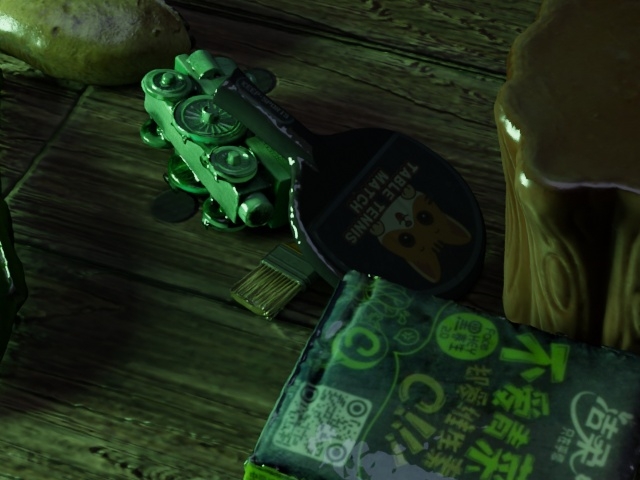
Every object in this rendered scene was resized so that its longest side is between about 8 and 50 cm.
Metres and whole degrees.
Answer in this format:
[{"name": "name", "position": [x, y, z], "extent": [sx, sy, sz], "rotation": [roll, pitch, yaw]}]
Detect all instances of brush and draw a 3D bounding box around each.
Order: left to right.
[{"name": "brush", "position": [0.000, 0.000, 1.214], "extent": [0.043, 0.014, 0.170], "rotation": [31, 54, 25]}]

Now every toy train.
[{"name": "toy train", "position": [-0.069, -0.079, 1.253], "extent": [0.104, 0.071, 0.178], "rotation": [-19, 50, -26]}]

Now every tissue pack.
[{"name": "tissue pack", "position": [0.089, 0.127, 1.047], "extent": [0.235, 0.073, 0.173], "rotation": [17, 56, 16]}]

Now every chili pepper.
[{"name": "chili pepper", "position": [-0.270, -0.030, 1.216], "extent": [0.084, 0.076, 0.359], "rotation": [10, 42, -24]}]

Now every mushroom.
[{"name": "mushroom", "position": [-0.213, -0.179, 1.348], "extent": [0.209, 0.072, 0.094], "rotation": [22, 56, 20]}]

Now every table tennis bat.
[{"name": "table tennis bat", "position": [0.018, -0.040, 1.189], "extent": [0.236, 0.027, 0.150], "rotation": [40, 55, 3]}]

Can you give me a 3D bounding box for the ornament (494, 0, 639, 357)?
[{"name": "ornament", "position": [0.210, -0.025, 1.092], "extent": [0.235, 0.218, 0.221], "rotation": [-28, 52, -22]}]
